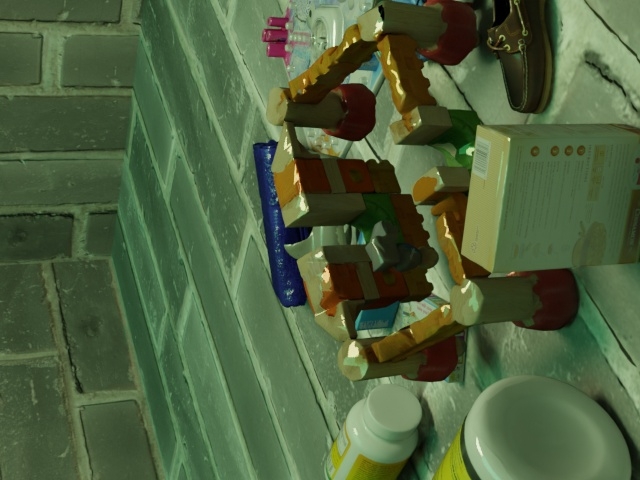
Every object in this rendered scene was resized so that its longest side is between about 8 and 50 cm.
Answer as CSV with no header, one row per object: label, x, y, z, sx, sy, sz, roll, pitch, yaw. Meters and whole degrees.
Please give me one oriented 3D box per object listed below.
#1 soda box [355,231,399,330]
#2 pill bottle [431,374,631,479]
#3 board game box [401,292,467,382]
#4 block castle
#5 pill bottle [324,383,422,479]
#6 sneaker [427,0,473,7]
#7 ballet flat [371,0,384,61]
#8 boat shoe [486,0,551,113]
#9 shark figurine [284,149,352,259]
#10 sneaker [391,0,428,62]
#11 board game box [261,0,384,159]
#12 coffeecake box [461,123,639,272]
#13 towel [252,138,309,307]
soda box,0.094,0.042,1.657,0.071,0.067,0.210,-119,34,-47
pill bottle,0.215,0.328,1.237,0.334,0.188,0.188,107,150,-42
board game box,0.166,0.135,1.546,0.154,0.026,0.103,-149,58,-64
block castle,0.127,-0.057,1.363,0.303,0.212,0.453,-35,65,45
pill bottle,0.086,0.318,1.648,0.208,0.117,0.118,110,148,-45
sneaker,0.147,-0.381,1.445,0.221,0.087,0.128,-123,37,-53
ballet flat,0.111,-0.366,1.584,0.068,0.072,0.213,5,-97,-81
boat shoe,0.233,-0.256,1.267,0.073,0.073,0.207,-179,85,-67
shark figurine,-0.006,-0.022,1.771,0.166,0.116,0.278,-28,-70,-81
sneaker,0.136,-0.358,1.506,0.082,0.069,0.209,-15,81,61
board game box,-0.001,-0.356,1.862,0.390,0.050,0.390,117,143,-52
coffeecake box,0.251,-0.047,1.096,0.068,0.185,0.142,-140,51,-61
towel,-0.066,-0.039,1.991,0.227,0.076,0.308,-133,35,-79
